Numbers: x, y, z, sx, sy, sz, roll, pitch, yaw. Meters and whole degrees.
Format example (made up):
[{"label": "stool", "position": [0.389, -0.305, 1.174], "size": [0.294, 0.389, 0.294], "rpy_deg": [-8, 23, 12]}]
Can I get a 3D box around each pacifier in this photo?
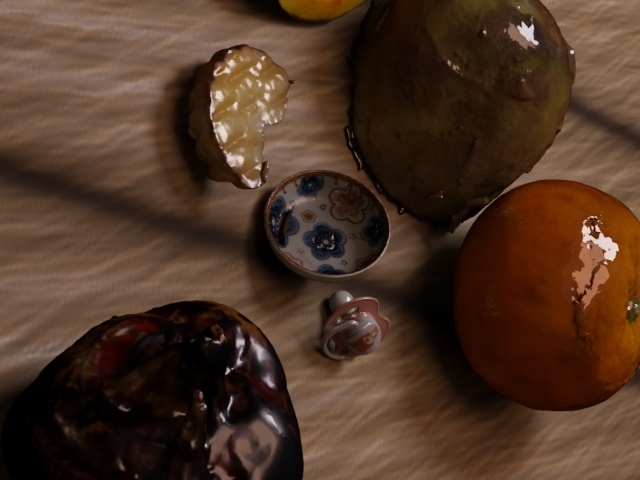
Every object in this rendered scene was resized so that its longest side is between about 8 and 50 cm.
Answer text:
[{"label": "pacifier", "position": [0.029, 0.089, 1.928], "size": [0.078, 0.081, 0.099], "rpy_deg": [60, -1, 37]}]

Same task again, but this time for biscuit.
[{"label": "biscuit", "position": [-0.096, -0.140, 1.855], "size": [0.118, 0.061, 0.183], "rpy_deg": [46, 43, -27]}]

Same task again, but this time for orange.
[{"label": "orange", "position": [0.281, 0.067, 2.093], "size": [0.284, 0.226, 0.284], "rpy_deg": [-9, 101, -56]}]

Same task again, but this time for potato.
[{"label": "potato", "position": [0.194, -0.185, 2.077], "size": [0.289, 0.237, 0.301], "rpy_deg": [27, 57, -42]}]

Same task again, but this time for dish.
[{"label": "dish", "position": [0.000, 0.000, 1.918], "size": [0.141, 0.078, 0.141], "rpy_deg": [7, 56, -10]}]

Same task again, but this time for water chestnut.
[{"label": "water chestnut", "position": [-0.132, 0.184, 1.544], "size": [0.289, 0.244, 0.289], "rpy_deg": [19, 65, -47]}]

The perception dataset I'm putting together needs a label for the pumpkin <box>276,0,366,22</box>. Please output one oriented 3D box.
[{"label": "pumpkin", "position": [0.014, -0.373, 2.041], "size": [0.312, 0.169, 0.148], "rpy_deg": [-27, 59, -35]}]
